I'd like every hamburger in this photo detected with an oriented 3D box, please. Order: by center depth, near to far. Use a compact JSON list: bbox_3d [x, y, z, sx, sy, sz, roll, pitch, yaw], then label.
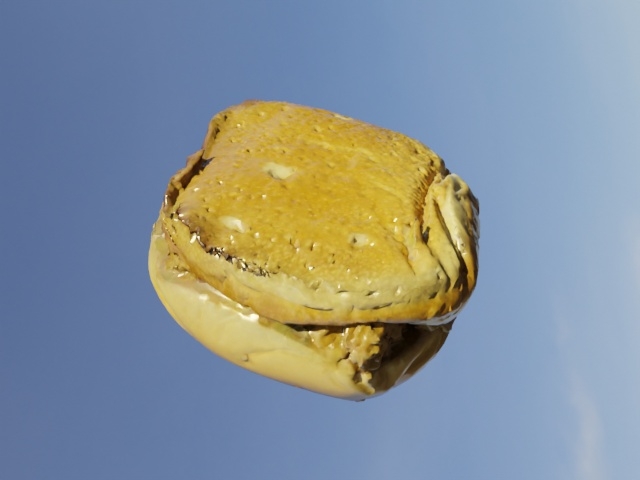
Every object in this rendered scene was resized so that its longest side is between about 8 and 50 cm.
[{"bbox_3d":[-0.002,-0.004,0.799,0.304,0.284,0.174,-64,-7,-62],"label":"hamburger"}]
